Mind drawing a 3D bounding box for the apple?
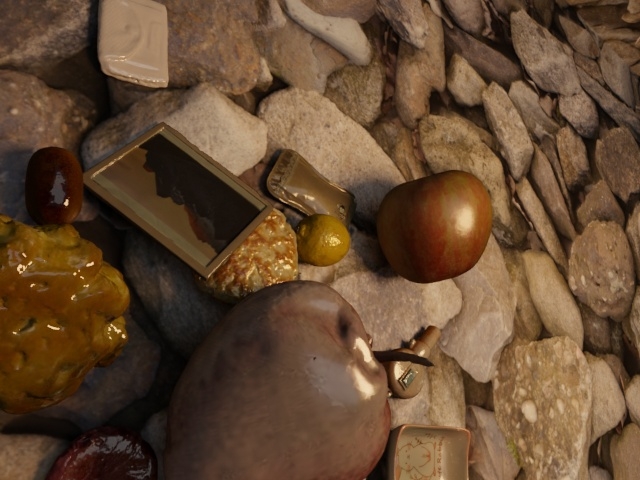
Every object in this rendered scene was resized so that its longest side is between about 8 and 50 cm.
[{"bbox_3d":[0.258,-0.028,0.942,0.256,0.256,0.234,-8,83,-35],"label":"apple"}]

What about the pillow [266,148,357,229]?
[{"bbox_3d":[-0.014,-0.099,0.913,0.217,0.033,0.130,36,59,-21],"label":"pillow"}]

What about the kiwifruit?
[{"bbox_3d":[-0.395,-0.079,0.625,0.075,0.075,0.125,-2,81,-35],"label":"kiwifruit"}]

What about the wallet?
[{"bbox_3d":[-0.343,-0.377,0.776,0.124,0.031,0.183,5,72,-36],"label":"wallet"}]

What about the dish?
[{"bbox_3d":[0.216,0.463,0.873,0.212,0.077,0.152,18,68,-29],"label":"dish"}]

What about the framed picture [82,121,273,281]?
[{"bbox_3d":[-0.236,-0.078,0.717,0.265,0.018,0.192,36,55,2],"label":"framed picture"}]

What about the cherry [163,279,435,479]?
[{"bbox_3d":[-0.055,0.223,0.631,0.334,0.291,0.327,2,97,-20],"label":"cherry"}]

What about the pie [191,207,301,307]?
[{"bbox_3d":[-0.134,0.030,0.760,0.205,0.084,0.179,-17,77,-32],"label":"pie"}]

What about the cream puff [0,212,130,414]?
[{"bbox_3d":[-0.362,0.085,0.518,0.196,0.244,0.244,38,49,25],"label":"cream puff"}]

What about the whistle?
[{"bbox_3d":[0.208,0.269,0.939,0.220,0.057,0.107,-37,97,-38],"label":"whistle"}]

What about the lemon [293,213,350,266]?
[{"bbox_3d":[0.000,0.000,0.846,0.133,0.109,0.109,27,62,-39],"label":"lemon"}]

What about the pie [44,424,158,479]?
[{"bbox_3d":[-0.303,0.337,0.581,0.153,0.038,0.154,9,73,-31],"label":"pie"}]
